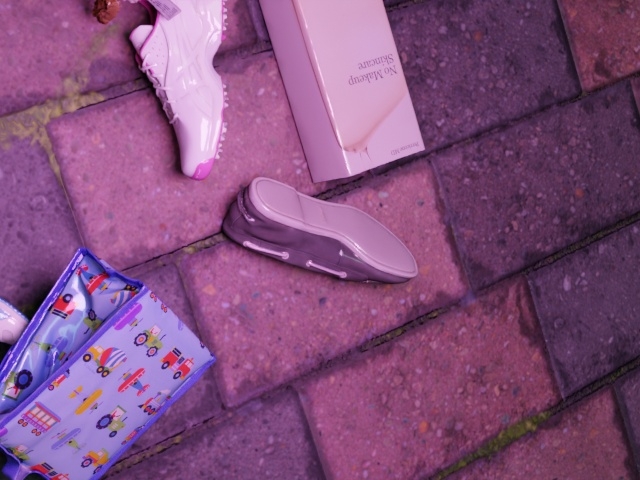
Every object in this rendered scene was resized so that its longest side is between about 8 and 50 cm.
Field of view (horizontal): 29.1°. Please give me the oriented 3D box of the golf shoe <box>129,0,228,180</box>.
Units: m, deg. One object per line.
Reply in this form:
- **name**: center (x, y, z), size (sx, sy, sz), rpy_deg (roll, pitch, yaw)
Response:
- **golf shoe**: center (-0.207, -0.237, 1.761), size (0.140, 0.115, 0.306), rpy_deg (1, 80, -21)

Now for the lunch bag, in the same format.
- **lunch bag**: center (-0.309, 0.197, 1.616), size (0.293, 0.138, 0.221), rpy_deg (-53, 145, -14)

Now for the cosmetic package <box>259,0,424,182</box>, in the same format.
- **cosmetic package**: center (0.032, -0.261, 1.898), size (0.160, 0.113, 0.310), rpy_deg (-22, 98, -31)

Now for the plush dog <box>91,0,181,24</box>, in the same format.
- **plush dog**: center (-0.269, -0.443, 1.689), size (0.262, 0.211, 0.225), rpy_deg (9, 54, -17)

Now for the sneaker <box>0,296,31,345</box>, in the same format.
- **sneaker**: center (-0.467, 0.097, 1.590), size (0.228, 0.087, 0.092), rpy_deg (28, 83, -22)

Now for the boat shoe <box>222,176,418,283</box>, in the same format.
- **boat shoe**: center (0.000, 0.000, 1.888), size (0.335, 0.095, 0.112), rpy_deg (24, 40, -33)
